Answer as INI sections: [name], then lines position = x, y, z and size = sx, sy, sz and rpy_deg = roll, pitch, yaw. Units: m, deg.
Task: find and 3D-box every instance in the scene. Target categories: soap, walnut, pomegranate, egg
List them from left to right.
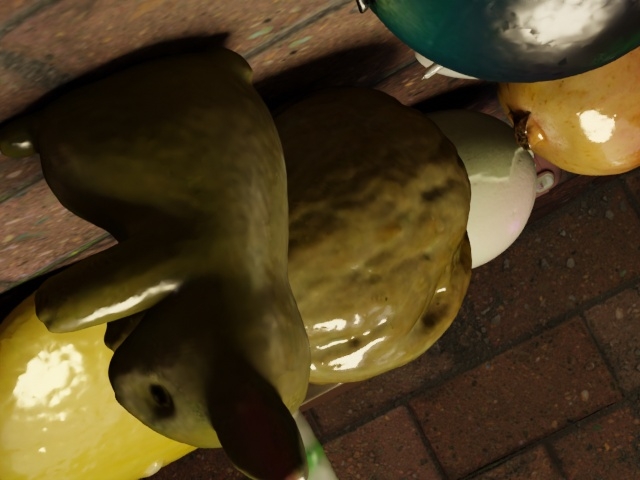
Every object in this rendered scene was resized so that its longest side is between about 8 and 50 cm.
[soap]
position = -0.196, 0.139, 1.335
size = 0.427, 0.115, 0.306
rpy_deg = -18, 131, -38
[walnut]
position = 0.000, 0.000, 1.019
size = 0.283, 0.283, 0.227
rpy_deg = -23, 151, -25
[egg]
position = 0.150, -0.060, 1.328
size = 0.217, 0.183, 0.183
rpy_deg = -26, 171, -27
[pomegranate]
position = 0.254, -0.155, 1.121
size = 0.191, 0.191, 0.191
rpy_deg = -26, 171, -5

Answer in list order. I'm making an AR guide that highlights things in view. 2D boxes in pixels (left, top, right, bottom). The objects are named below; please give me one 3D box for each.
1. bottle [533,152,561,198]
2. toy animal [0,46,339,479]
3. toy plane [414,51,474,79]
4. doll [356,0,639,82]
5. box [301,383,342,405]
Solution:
[bottle]
position = 0.235, -0.069, 1.725
size = 0.233, 0.110, 0.110
rpy_deg = -27, 171, 7
[toy animal]
position = -0.092, 0.055, 0.818
size = 0.180, 0.363, 0.181
rpy_deg = -13, 169, 9
[toy plane]
position = 0.158, -0.197, 0.834
size = 0.244, 0.117, 0.245
rpy_deg = -39, -177, 3
[doll]
position = 0.137, -0.192, 0.571
size = 0.322, 0.186, 0.198
rpy_deg = -29, 171, -6
[box]
position = -0.006, 0.137, 1.866
size = 0.301, 0.216, 0.301
rpy_deg = -28, 172, -4
